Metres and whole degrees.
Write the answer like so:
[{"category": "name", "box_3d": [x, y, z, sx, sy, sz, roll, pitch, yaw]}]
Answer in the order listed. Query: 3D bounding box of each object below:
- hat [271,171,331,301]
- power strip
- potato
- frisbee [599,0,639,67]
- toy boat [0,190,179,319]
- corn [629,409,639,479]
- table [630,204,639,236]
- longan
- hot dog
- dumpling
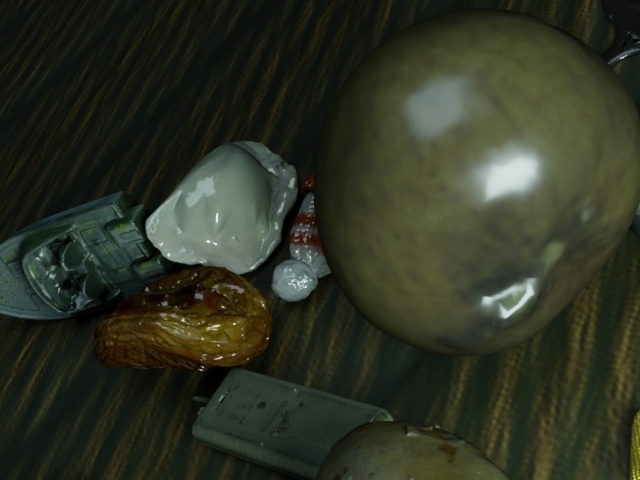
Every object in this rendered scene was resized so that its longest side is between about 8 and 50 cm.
[{"category": "hat", "box_3d": [0.000, 0.000, 1.273, 0.112, 0.093, 0.162, 12, 75, 57]}, {"category": "power strip", "box_3d": [-0.045, 0.187, 1.122, 0.268, 0.034, 0.092, 8, 55, 44]}, {"category": "potato", "box_3d": [0.090, 0.238, 0.859, 0.165, 0.165, 0.262, -33, 39, 4]}, {"category": "frisbee", "box_3d": [0.350, -0.222, 1.279, 0.187, 0.012, 0.211, -39, 37, -3]}, {"category": "toy boat", "box_3d": [-0.335, 0.037, 1.439, 0.319, 0.141, 0.092, -16, 30, 26]}, {"category": "corn", "box_3d": [0.265, 0.174, 0.892, 0.027, 0.028, 0.083, -18, 35, 32]}, {"category": "table", "box_3d": [0.352, -0.058, 1.067, 0.133, 0.043, 0.133, -22, 38, 19]}, {"category": "longan", "box_3d": [0.140, -0.055, 1.020, 0.319, 0.319, 0.319, -22, 38, 18]}, {"category": "hot dog", "box_3d": [-0.162, 0.096, 1.258, 0.227, 0.099, 0.160, -11, 14, 33]}, {"category": "dumpling", "box_3d": [-0.107, -0.042, 1.373, 0.151, 0.124, 0.229, 31, 56, 12]}]
